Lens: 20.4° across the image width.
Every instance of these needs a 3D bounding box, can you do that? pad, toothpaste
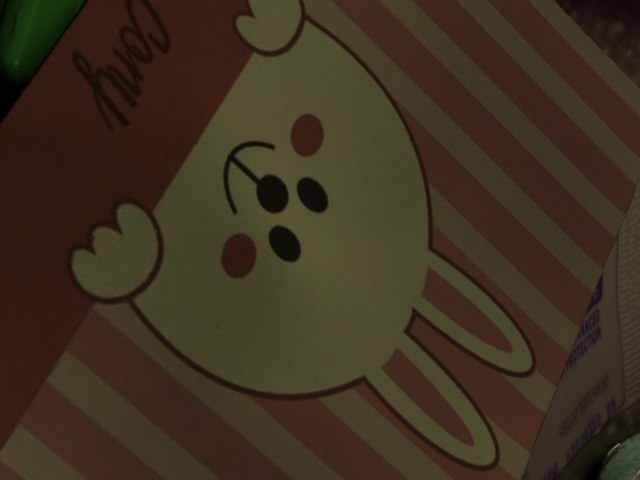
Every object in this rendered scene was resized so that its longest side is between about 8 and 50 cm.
[{"bbox_3d":[0.000,0.000,0.529,0.202,0.005,0.300,42,52,-19],"label":"pad"},{"bbox_3d":[0.061,0.057,0.624,0.282,0.068,0.099,-30,151,-51],"label":"toothpaste"}]

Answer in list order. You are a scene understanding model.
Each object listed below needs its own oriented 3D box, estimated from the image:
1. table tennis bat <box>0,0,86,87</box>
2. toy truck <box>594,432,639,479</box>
[{"bbox_3d":[-0.051,-0.160,0.500,0.160,0.039,0.257,-47,159,-64],"label":"table tennis bat"},{"bbox_3d":[0.127,0.233,0.729,0.305,0.136,0.162,-48,131,-7],"label":"toy truck"}]
